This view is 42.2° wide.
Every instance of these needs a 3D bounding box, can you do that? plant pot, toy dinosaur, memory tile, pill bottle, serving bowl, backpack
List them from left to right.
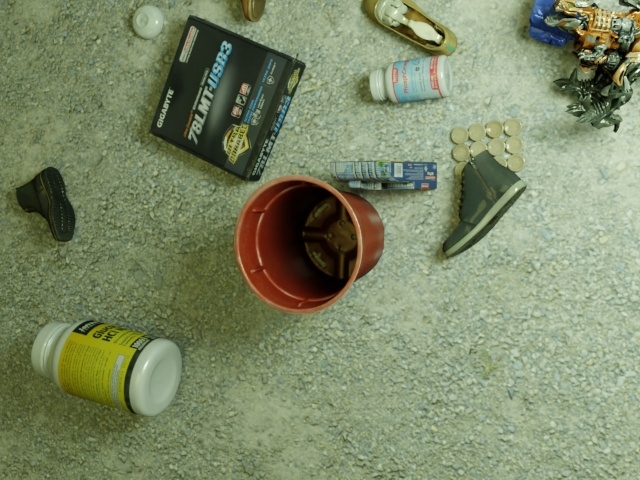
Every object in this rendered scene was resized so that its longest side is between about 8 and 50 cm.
[{"bbox_3d":[-0.520,0.297,2.001,0.334,0.188,0.188,11,98,21],"label":"pill bottle"},{"bbox_3d":[-0.418,-0.525,1.983,0.083,0.027,0.083,2,95,21],"label":"serving bowl"},{"bbox_3d":[0.000,0.000,1.724,0.272,0.265,0.272,2,95,21],"label":"plant pot"},{"bbox_3d":[0.188,-0.331,1.717,0.160,0.087,0.087,-4,93,22],"label":"pill bottle"},{"bbox_3d":[0.345,-0.189,1.705,0.148,0.012,0.113,-6,92,23],"label":"memory tile"},{"bbox_3d":[0.467,-0.427,1.594,0.120,0.098,0.101,17,122,12],"label":"backpack"},{"bbox_3d":[0.545,-0.322,1.510,0.322,0.164,0.218,36,121,6],"label":"toy dinosaur"}]

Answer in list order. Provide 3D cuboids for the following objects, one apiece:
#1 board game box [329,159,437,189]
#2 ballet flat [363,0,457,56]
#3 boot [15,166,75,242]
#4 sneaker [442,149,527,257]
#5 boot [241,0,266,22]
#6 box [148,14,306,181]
[{"bbox_3d":[0.113,-0.135,1.731,0.194,0.194,0.060,1,94,36],"label":"board game box"},{"bbox_3d":[0.181,-0.459,1.718,0.232,0.073,0.080,33,105,17],"label":"ballet flat"},{"bbox_3d":[-0.707,-0.072,2.119,0.137,0.077,0.198,-23,72,27],"label":"boot"},{"bbox_3d":[0.307,-0.073,1.695,0.118,0.083,0.222,49,113,19],"label":"sneaker"},{"bbox_3d":[-0.205,-0.574,1.871,0.152,0.073,0.197,-7,79,21],"label":"boot"},{"bbox_3d":[-0.219,-0.325,1.895,0.293,0.073,0.295,27,103,17],"label":"box"}]
